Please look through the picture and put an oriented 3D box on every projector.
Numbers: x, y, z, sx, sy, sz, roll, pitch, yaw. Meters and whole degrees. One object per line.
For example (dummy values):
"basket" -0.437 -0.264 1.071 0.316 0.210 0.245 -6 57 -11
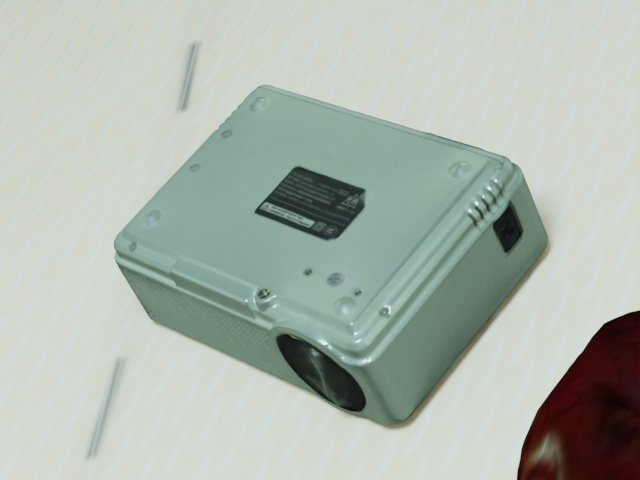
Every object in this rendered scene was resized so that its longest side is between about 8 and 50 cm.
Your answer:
"projector" 0.000 0.000 1.228 0.257 0.099 0.192 21 61 40

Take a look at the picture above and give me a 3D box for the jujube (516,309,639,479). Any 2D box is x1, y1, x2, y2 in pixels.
"jujube" 0.230 0.161 0.806 0.258 0.258 0.377 -34 17 -7
